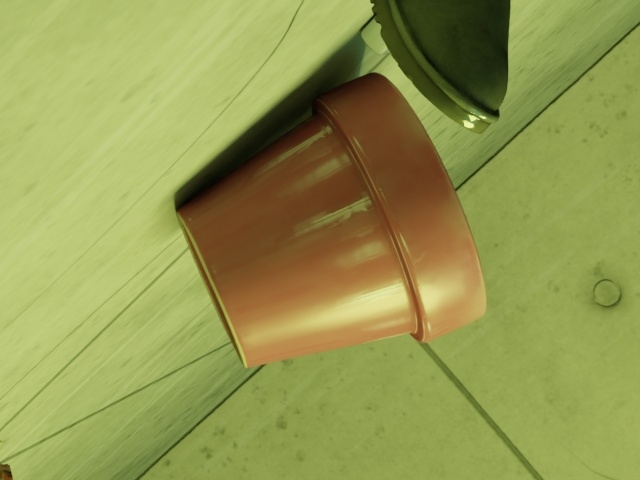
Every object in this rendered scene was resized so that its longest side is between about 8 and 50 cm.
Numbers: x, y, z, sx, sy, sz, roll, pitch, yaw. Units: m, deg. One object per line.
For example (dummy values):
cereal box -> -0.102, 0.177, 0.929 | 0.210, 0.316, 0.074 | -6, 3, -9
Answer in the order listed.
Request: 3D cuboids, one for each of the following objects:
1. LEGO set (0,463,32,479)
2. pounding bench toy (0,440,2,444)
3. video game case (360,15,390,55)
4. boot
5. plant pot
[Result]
LEGO set -> -0.382, 0.330, 1.384 | 0.255, 0.192, 0.331 | 5, 140, -37
pounding bench toy -> -0.271, 0.151, 1.046 | 0.083, 0.065, 0.052 | -43, 173, 23
video game case -> 0.147, -0.225, 1.103 | 0.227, 0.026, 0.206 | -44, 173, 25
boot -> 0.114, -0.177, 0.738 | 0.208, 0.190, 0.076 | -36, 138, 28
plant pot -> 0.000, 0.000, 1.130 | 0.180, 0.201, 0.201 | -23, 171, -7
